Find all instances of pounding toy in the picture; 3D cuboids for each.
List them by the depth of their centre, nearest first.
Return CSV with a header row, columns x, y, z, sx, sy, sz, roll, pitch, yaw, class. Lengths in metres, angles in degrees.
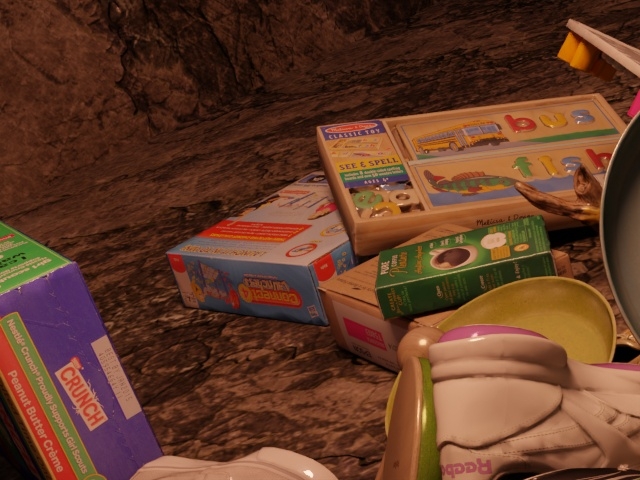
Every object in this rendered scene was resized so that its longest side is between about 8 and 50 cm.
x,y,z,sx,sy,sz,roll,pitch,yaw,class
0.113,0.183,1.095,0.110,0.183,0.237,8,15,-2,pounding toy

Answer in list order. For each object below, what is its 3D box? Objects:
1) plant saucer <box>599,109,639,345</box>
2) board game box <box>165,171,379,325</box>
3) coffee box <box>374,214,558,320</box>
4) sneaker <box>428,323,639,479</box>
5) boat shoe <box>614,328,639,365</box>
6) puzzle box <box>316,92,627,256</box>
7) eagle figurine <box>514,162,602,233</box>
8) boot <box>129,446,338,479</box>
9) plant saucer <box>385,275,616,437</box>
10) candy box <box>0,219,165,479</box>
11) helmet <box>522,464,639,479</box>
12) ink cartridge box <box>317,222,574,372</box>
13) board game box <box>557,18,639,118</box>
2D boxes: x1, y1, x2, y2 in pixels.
x,y,z,sx,sy,sz,roll,pitch,yaw,class
0.380,0.003,1.153,0.318,0.317,0.044,-22,-5,-16,plant saucer
0.000,0.000,1.829,0.302,0.086,0.308,-31,22,-36,board game box
0.150,0.027,1.396,0.184,0.040,0.113,-13,20,8,coffee box
0.195,0.162,1.029,0.305,0.152,0.114,17,-23,-35,sneaker
0.285,0.116,1.275,0.056,0.048,0.153,-4,22,36,boat shoe
0.216,-0.095,1.744,0.409,0.052,0.272,-8,31,-8,puzzle box
0.371,-0.007,1.362,0.226,0.225,0.298,-12,5,-18,eagle figurine
-0.100,0.254,1.176,0.258,0.095,0.123,-12,22,44,boot
0.171,0.133,1.242,0.241,0.037,0.241,-28,30,18,plant saucer
-0.302,0.132,1.409,0.122,0.268,0.317,-29,21,-23,candy box
0.174,0.227,0.861,0.161,0.169,0.169,-7,12,-26,helmet
0.140,0.069,1.488,0.193,0.088,0.235,-26,21,-23,ink cartridge box
0.461,-0.107,1.408,0.390,0.050,0.390,23,15,-9,board game box
